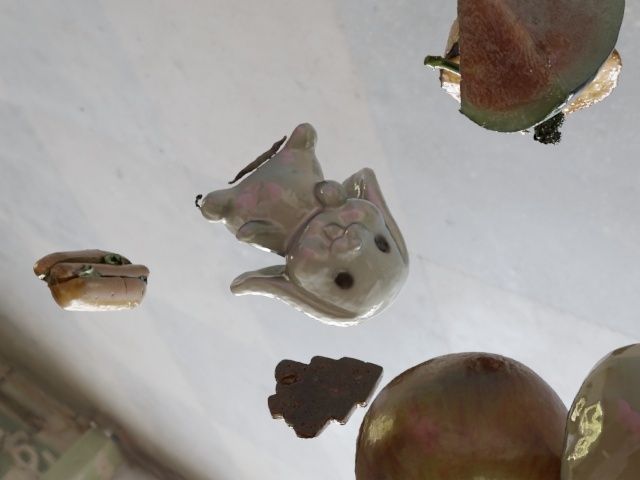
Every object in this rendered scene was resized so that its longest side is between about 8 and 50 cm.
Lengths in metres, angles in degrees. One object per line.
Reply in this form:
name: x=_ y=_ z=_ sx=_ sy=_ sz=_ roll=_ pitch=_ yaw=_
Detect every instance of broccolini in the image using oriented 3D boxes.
broccolini: x=0.212 y=-0.177 z=1.256 sx=0.194 sy=0.052 sz=0.054 roll=26 pitch=113 yaw=-1

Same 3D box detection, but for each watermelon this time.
watermelon: x=0.224 y=-0.220 z=1.136 sx=0.207 sy=0.136 sz=0.202 roll=-25 pitch=79 yaw=48

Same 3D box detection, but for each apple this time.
apple: x=0.133 y=0.205 z=0.912 sx=0.211 sy=0.211 sz=0.188 roll=49 pitch=-169 yaw=-9

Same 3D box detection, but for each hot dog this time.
hot dog: x=-0.332 y=0.054 z=1.534 sx=0.100 sy=0.068 sz=0.249 roll=52 pitch=-168 yaw=13

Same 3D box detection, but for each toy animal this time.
toy animal: x=-0.019 y=0.000 z=1.421 sx=0.174 sy=0.249 sz=0.289 roll=65 pitch=-177 yaw=-55

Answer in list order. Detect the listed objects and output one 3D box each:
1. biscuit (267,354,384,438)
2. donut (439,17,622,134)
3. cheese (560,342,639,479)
biscuit: x=0.007 y=0.162 z=1.096 sx=0.119 sy=0.130 sz=0.019 roll=-113 pitch=9 yaw=-50
donut: x=0.296 y=-0.257 z=1.464 sx=0.253 sy=0.118 sz=0.253 roll=9 pitch=154 yaw=4
cheese: x=0.277 y=0.167 z=0.689 sx=0.129 sy=0.351 sz=0.328 roll=-39 pitch=105 yaw=26
